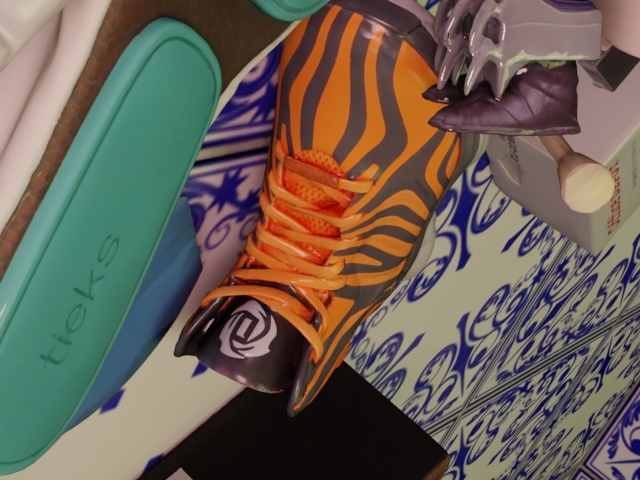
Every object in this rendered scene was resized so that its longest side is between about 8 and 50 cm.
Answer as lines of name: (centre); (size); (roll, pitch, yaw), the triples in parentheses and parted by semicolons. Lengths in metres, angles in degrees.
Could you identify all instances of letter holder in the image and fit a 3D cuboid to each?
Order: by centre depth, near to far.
letter holder: (-0.067, 0.259, 1.119); (0.302, 0.152, 0.214); (-38, 158, -30)

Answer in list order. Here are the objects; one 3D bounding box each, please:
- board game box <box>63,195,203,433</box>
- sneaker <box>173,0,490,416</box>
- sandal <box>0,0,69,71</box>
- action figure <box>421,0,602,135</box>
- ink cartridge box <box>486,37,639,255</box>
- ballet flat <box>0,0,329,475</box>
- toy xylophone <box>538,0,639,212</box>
board game box: (-0.124, 0.035, 0.799); (0.133, 0.033, 0.169); (-50, 165, -18)
sneaker: (0.000, 0.000, 0.827); (0.180, 0.124, 0.321); (-55, 162, -25)
sandal: (-0.151, -0.101, 0.408); (0.416, 0.169, 0.102); (-37, -163, -19)
action figure: (0.100, -0.194, 0.644); (0.099, 0.185, 0.285); (1, 105, -15)
ink cartridge box: (0.265, -0.143, 1.179); (0.273, 0.114, 0.197); (-48, 159, -6)
ballet flat: (-0.071, -0.105, 0.536); (0.400, 0.139, 0.139); (-58, 160, -11)
toy xylophone: (0.169, -0.160, 0.774); (0.323, 0.081, 0.236); (-99, -162, -57)
